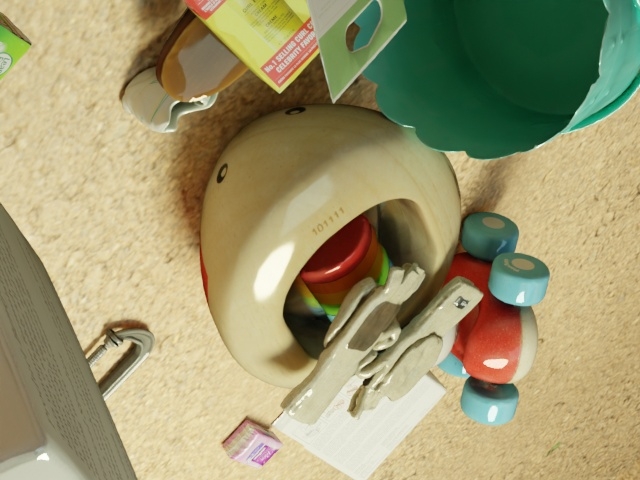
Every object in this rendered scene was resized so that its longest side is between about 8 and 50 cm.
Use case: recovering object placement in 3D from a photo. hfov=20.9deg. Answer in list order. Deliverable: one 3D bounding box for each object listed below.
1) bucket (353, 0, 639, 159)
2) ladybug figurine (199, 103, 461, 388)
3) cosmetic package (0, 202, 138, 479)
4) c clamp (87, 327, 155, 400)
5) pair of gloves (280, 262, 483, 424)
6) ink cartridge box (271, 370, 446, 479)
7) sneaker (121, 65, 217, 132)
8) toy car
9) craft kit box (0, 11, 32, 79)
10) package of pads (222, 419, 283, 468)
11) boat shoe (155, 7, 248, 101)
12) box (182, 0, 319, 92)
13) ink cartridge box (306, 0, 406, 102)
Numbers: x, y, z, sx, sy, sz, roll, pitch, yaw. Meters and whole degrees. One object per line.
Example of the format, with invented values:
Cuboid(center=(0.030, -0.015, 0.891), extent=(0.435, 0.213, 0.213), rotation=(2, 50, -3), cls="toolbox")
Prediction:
Cuboid(center=(0.189, -0.220, 1.681), extent=(0.183, 0.281, 0.281), rotation=(-22, 145, -53), cls="bucket")
Cuboid(center=(0.000, 0.000, 1.831), extent=(0.305, 0.162, 0.449), rotation=(-40, 152, -9), cls="ladybug figurine")
Cuboid(center=(-0.345, 0.136, 1.264), extent=(0.327, 0.329, 0.393), rotation=(-25, 154, -3), cls="cosmetic package")
Cuboid(center=(-0.247, 0.147, 1.843), extent=(0.161, 0.022, 0.137), rotation=(-44, 152, -2), cls="c clamp")
Cuboid(center=(0.063, 0.108, 1.844), extent=(0.204, 0.042, 0.240), rotation=(-55, 153, 12), cls="pair of gloves")
Cuboid(center=(0.046, 0.213, 2.329), extent=(0.181, 0.056, 0.225), rotation=(-48, 134, 4), cls="ink cartridge box")
Cuboid(center=(-0.107, -0.154, 1.587), extent=(0.152, 0.061, 0.053), rotation=(-43, 151, -7), cls="sneaker")
Cuboid(center=(0.138, 0.096, 2.187), extent=(0.238, 0.210, 0.219), rotation=(1, 119, -18), cls="toy car")
Cuboid(center=(-0.371, -0.114, 1.287), extent=(0.250, 0.061, 0.246), rotation=(-47, 150, 3), cls="craft kit box")
Cuboid(center=(-0.087, 0.261, 2.207), extent=(0.050, 0.032, 0.083), rotation=(-45, 153, 4), cls="package of pads")
Cuboid(center=(-0.071, -0.211, 1.543), extent=(0.207, 0.073, 0.073), rotation=(-45, 126, -1), cls="boat shoe")
Cuboid(center=(-0.084, -0.226, 1.440), extent=(0.087, 0.058, 0.232), rotation=(-46, 132, 0), cls="box")
Cuboid(center=(-0.001, -0.255, 1.436), extent=(0.171, 0.056, 0.235), rotation=(-51, 137, -48), cls="ink cartridge box")
